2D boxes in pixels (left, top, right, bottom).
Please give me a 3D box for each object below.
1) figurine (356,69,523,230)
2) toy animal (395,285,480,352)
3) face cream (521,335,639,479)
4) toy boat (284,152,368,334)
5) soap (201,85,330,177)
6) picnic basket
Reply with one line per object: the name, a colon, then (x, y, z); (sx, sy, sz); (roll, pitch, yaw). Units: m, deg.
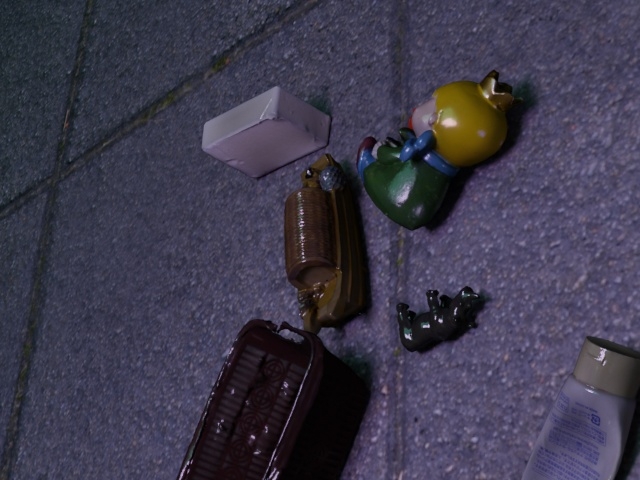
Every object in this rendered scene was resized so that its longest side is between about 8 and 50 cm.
figurine: (0.154, -0.142, 1.619); (0.234, 0.127, 0.185); (-61, 26, 20)
toy animal: (0.151, 0.096, 1.521); (0.136, 0.047, 0.065); (-28, 53, 36)
face cream: (0.276, 0.217, 1.286); (0.114, 0.070, 0.224); (29, 104, 55)
toy boat: (0.000, 0.000, 1.710); (0.089, 0.115, 0.310); (-33, 44, 34)
soap: (-0.088, -0.169, 1.924); (0.183, 0.121, 0.063); (-20, 54, 42)
picnic basket: (-0.061, 0.265, 1.603); (0.222, 0.129, 0.296); (12, 76, 55)
